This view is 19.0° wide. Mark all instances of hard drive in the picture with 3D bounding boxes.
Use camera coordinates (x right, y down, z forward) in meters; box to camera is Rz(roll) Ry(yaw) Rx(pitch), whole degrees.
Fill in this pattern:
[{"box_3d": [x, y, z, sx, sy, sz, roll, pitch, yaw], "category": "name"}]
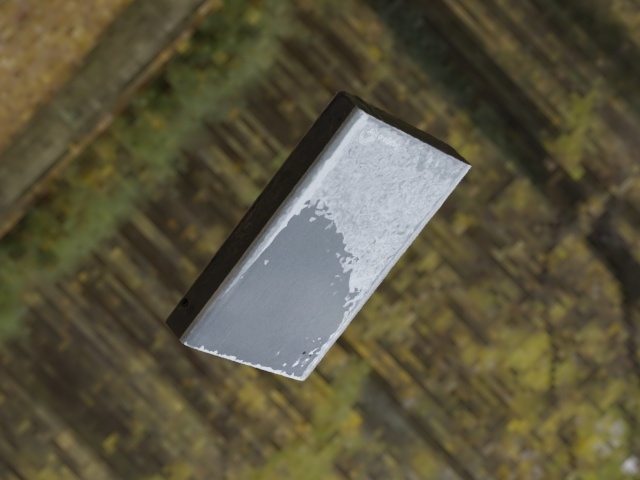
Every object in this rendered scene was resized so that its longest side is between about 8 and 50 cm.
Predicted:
[{"box_3d": [0.000, 0.000, 0.885, 0.135, 0.022, 0.094, -53, 142, 12], "category": "hard drive"}]
